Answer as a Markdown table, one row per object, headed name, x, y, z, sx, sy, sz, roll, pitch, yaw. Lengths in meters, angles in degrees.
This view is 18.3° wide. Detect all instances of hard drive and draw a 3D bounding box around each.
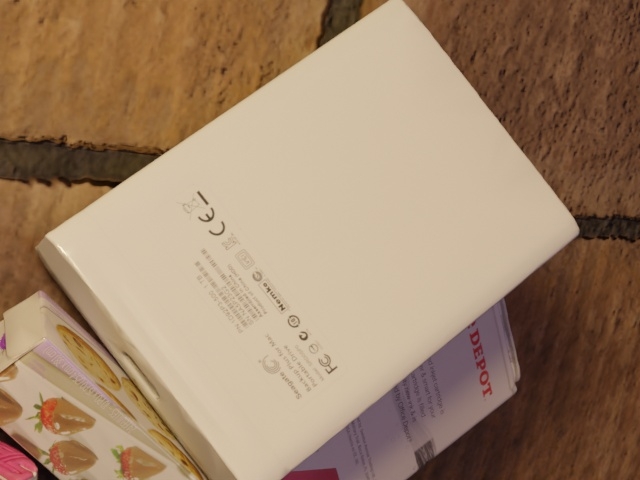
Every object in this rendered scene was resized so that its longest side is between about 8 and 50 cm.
| name | x | y | z | sx | sy | sz | roll | pitch | yaw |
| --- | --- | --- | --- | --- | --- | --- | --- | --- | --- |
| hard drive | 0.000 | 0.000 | 1.266 | 0.307 | 0.040 | 0.203 | -37 | 88 | -30 |

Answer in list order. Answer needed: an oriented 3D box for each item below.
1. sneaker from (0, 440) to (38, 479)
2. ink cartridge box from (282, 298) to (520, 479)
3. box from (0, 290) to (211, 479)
| name | x | y | z | sx | sy | sz | roll | pitch | yaw |
| --- | --- | --- | --- | --- | --- | --- | --- | --- | --- |
| sneaker | -0.273 | 0.192 | 1.132 | 0.252 | 0.103 | 0.111 | -23 | 123 | -28 |
| ink cartridge box | 0.023 | 0.085 | 1.361 | 0.218 | 0.092 | 0.158 | -33 | 125 | -28 |
| box | -0.088 | 0.163 | 1.241 | 0.063 | 0.067 | 0.324 | -38 | 116 | 11 |
